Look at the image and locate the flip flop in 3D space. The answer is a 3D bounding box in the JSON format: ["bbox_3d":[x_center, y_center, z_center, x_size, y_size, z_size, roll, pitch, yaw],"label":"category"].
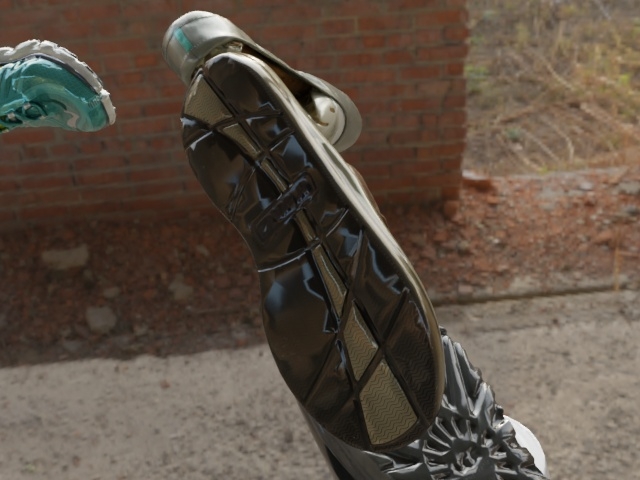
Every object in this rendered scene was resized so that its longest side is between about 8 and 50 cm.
[{"bbox_3d":[0.000,0.000,0.585,0.080,0.112,0.277,-3,58,-56],"label":"flip flop"}]

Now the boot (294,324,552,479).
[{"bbox_3d":[0.014,0.296,0.781,0.146,0.445,0.367,-15,59,-40],"label":"boot"}]

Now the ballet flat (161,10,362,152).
[{"bbox_3d":[-0.034,-0.106,0.722,0.213,0.072,0.068,26,20,-43],"label":"ballet flat"}]

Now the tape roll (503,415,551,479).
[{"bbox_3d":[0.229,0.405,1.454,0.286,0.100,0.286,-15,28,8],"label":"tape roll"}]

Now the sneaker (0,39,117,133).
[{"bbox_3d":[-0.334,-0.142,0.965,0.275,0.107,0.110,7,48,29],"label":"sneaker"}]
